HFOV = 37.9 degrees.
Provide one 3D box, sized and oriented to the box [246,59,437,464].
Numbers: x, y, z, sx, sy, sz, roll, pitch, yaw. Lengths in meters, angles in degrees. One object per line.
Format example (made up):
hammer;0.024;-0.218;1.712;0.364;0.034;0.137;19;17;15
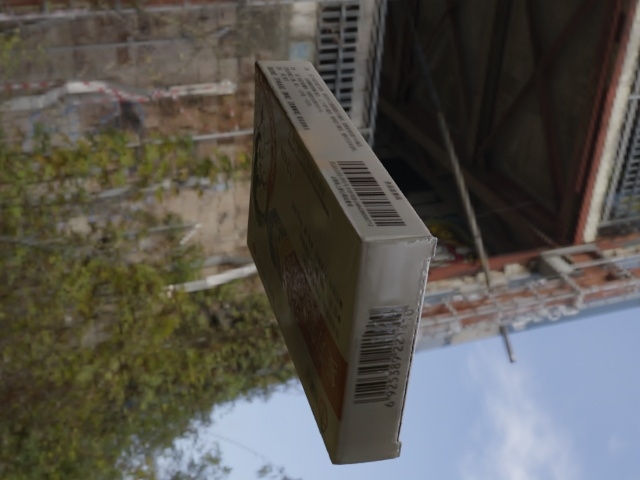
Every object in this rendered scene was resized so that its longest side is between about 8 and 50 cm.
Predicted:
box;0.000;0.000;0.833;0.353;0.069;0.214;-114;-155;-56
